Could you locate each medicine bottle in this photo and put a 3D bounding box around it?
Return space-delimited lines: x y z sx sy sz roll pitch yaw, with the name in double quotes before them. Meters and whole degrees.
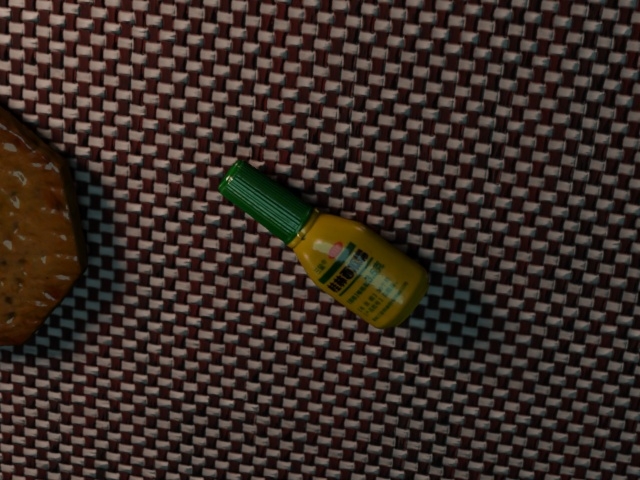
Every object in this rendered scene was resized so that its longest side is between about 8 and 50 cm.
"medicine bottle" 0.000 0.000 1.806 0.260 0.064 0.095 36 118 -8

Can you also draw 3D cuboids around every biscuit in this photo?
"biscuit" -0.443 -0.026 1.884 0.359 0.046 0.359 4 118 8
